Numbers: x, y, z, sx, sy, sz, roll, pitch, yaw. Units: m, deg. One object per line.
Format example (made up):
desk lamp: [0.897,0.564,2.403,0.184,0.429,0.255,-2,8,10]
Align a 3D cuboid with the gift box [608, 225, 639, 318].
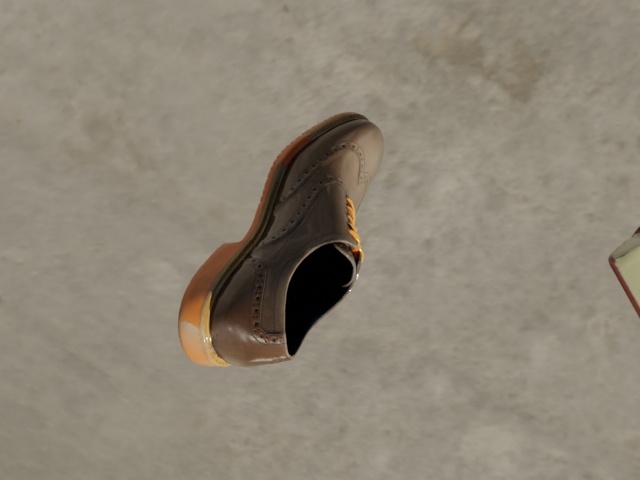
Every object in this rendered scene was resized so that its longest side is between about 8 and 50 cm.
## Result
gift box: [0.273,0.015,0.504,0.258,0.255,0.276,-29,90,19]

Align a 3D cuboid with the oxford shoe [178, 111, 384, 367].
oxford shoe: [0.000,0.000,1.400,0.364,0.132,0.130,-58,140,-36]
